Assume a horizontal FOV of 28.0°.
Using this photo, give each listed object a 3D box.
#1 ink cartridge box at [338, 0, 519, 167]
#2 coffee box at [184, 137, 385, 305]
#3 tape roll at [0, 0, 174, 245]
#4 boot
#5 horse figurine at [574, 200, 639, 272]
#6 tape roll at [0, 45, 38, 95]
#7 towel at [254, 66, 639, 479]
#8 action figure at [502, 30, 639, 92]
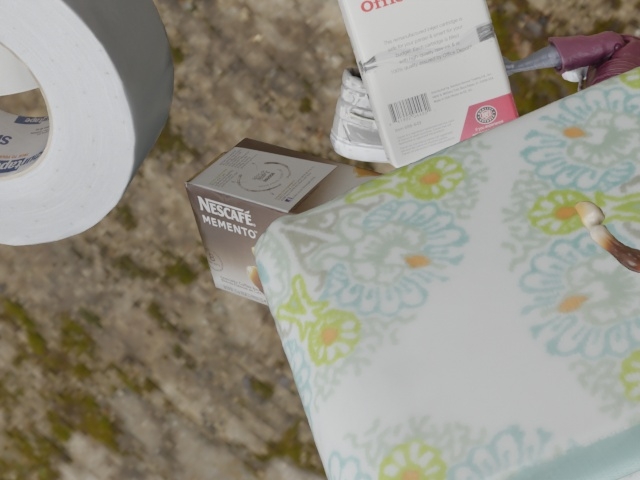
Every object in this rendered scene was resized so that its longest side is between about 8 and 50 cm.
[{"bbox_3d":[0.123,-0.214,1.492,0.158,0.092,0.218,-17,101,0],"label":"ink cartridge box"},{"bbox_3d":[0.000,0.000,1.262,0.246,0.098,0.141,18,134,35],"label":"coffee box"},{"bbox_3d":[-0.204,-0.103,0.787,0.219,0.072,0.219,9,130,10],"label":"tape roll"},{"bbox_3d":[0.147,-0.166,1.694,0.258,0.095,0.123,3,122,-9],"label":"boot"},{"bbox_3d":[0.231,-0.009,0.570,0.263,0.174,0.066,-37,131,17],"label":"horse figurine"},{"bbox_3d":[-0.401,-0.305,1.586,0.246,0.246,0.169,11,128,26],"label":"tape roll"},{"bbox_3d":[0.164,0.046,0.847,0.374,0.321,0.090,-23,133,1],"label":"towel"},{"bbox_3d":[0.350,-0.167,1.488,0.248,0.370,0.275,40,124,-19],"label":"action figure"}]
